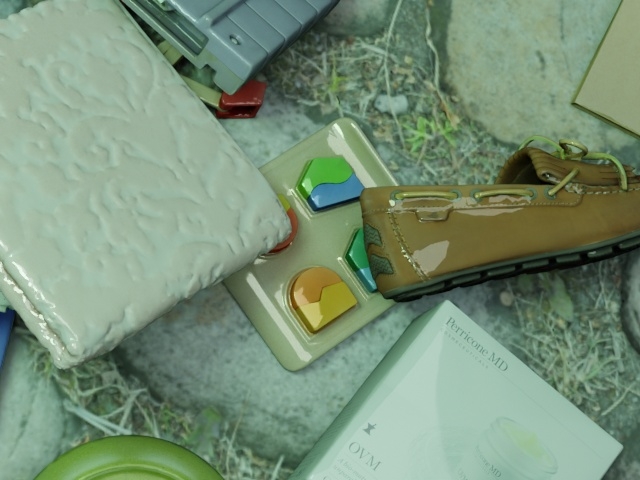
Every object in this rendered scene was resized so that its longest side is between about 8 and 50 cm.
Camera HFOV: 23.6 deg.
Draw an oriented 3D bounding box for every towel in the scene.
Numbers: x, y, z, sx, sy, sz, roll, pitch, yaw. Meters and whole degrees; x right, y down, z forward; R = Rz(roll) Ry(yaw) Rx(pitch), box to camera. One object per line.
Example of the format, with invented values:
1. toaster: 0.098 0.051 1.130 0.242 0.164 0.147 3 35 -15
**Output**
1. towel: -0.213 -0.069 1.391 0.317 0.053 0.332 51 39 5

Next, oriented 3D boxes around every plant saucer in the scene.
1. plant saucer: -0.179 0.303 1.447 0.241 0.037 0.241 2 78 -12

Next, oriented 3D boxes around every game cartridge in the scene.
1. game cartridge: -0.156 -0.317 1.515 0.355 0.068 0.230 41 43 0

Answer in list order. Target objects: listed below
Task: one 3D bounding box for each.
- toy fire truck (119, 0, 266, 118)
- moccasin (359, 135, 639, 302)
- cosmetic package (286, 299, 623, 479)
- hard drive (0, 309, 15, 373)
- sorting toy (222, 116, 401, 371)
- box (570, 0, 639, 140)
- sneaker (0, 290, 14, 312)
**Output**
1. toy fire truck: -0.146 -0.205 1.557 0.192 0.047 0.135 11 76 -10
2. moccasin: 0.219 -0.040 1.552 0.380 0.139 0.147 -11 83 -13
3. cosmetic package: 0.126 0.218 1.477 0.224 0.138 0.224 40 72 -2
4. hard drive: -0.406 0.109 1.439 0.210 0.040 0.318 13 76 -9
5. sorting toy: 0.000 0.000 1.548 0.208 0.038 0.193 -34 87 -16
6. box: 0.386 -0.200 1.662 0.164 0.021 0.201 27 85 -3
7. sneaker: -0.362 0.018 1.393 0.315 0.127 0.182 31 97 -19
